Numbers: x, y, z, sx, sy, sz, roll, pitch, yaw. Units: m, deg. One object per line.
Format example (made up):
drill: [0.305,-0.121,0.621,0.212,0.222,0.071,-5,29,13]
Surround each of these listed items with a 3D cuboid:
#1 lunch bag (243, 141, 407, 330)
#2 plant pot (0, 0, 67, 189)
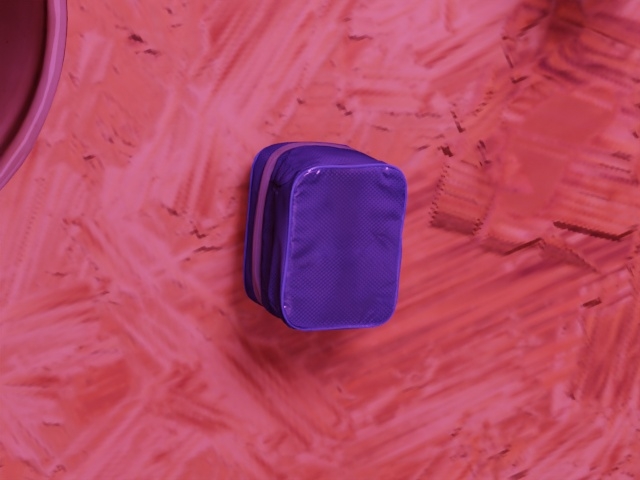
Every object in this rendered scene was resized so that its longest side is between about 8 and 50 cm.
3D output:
lunch bag: [0.000,0.000,0.996,0.067,0.065,0.098,1,105,-24]
plant pot: [-0.235,-0.113,0.910,0.237,0.110,0.237,-2,106,-6]
